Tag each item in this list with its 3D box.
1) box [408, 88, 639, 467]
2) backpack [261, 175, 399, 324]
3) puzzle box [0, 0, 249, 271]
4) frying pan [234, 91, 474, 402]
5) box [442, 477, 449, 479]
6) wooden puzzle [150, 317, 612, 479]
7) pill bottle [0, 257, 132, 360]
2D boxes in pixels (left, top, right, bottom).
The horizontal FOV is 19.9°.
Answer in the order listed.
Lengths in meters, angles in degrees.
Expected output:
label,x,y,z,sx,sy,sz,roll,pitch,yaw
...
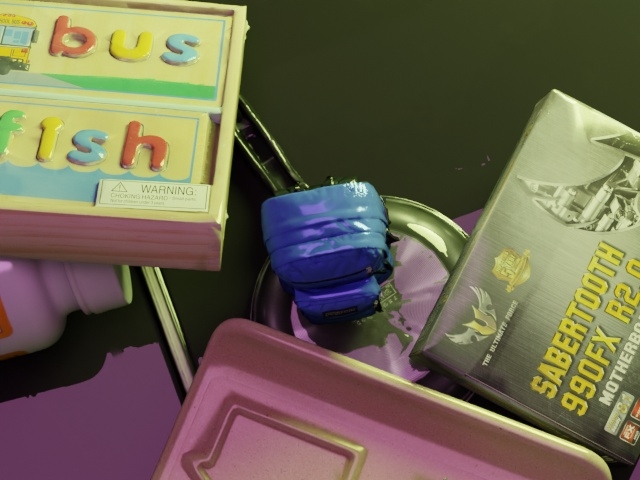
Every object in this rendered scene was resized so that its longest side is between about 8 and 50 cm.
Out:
label,x,y,z,sx,sy,sz,roll,pitch,yaw
box,0.200,0.029,1.386,0.183,0.056,0.231,29,78,-4
backpack,0.010,0.006,1.352,0.098,0.120,0.101,-15,75,1
puzzle box,-0.265,-0.101,1.397,0.409,0.052,0.272,4,43,-2
frying pan,0.030,-0.004,1.442,0.197,0.053,0.326,-12,77,1
box,0.068,0.304,1.275,0.159,0.044,0.233,43,86,13
wooden puzzle,0.010,0.271,1.354,0.322,0.080,0.348,20,82,11
pill bottle,-0.277,0.031,1.412,0.245,0.136,0.136,-14,74,1
